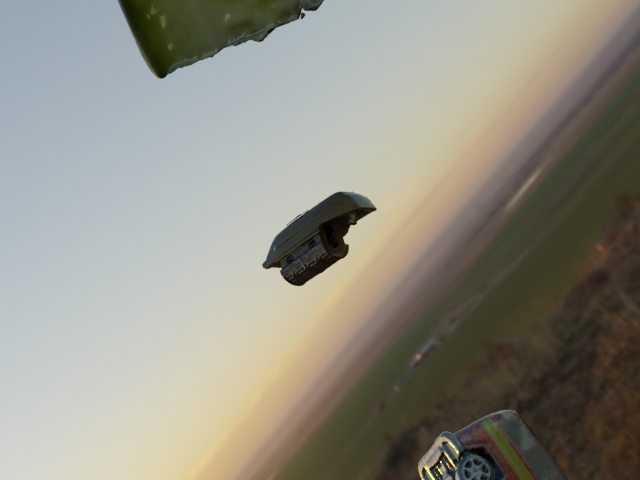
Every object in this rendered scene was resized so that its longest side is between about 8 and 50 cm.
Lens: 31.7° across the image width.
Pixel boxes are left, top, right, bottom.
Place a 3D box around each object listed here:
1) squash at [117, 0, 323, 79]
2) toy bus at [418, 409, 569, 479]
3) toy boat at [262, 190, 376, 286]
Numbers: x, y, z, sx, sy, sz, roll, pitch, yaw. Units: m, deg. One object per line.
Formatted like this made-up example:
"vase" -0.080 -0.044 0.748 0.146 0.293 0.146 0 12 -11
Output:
"squash" -0.043 -0.225 0.530 0.237 0.204 0.155 -23 -16 18
"toy bus" 0.221 0.307 1.170 0.120 0.265 0.121 -25 -23 -25
"toy boat" 0.000 0.000 1.652 0.068 0.088 0.226 4 -26 -40
